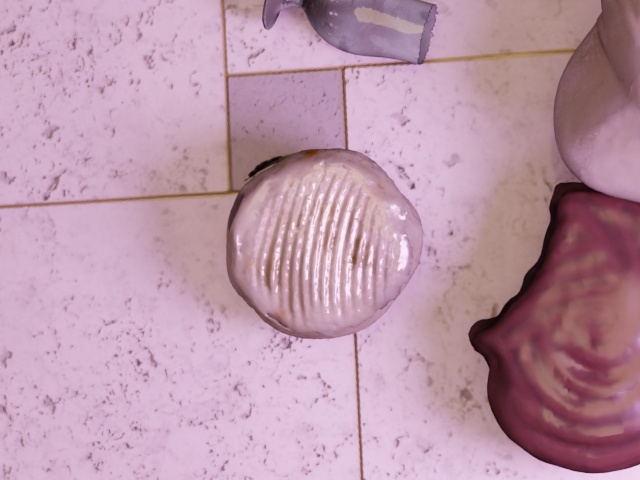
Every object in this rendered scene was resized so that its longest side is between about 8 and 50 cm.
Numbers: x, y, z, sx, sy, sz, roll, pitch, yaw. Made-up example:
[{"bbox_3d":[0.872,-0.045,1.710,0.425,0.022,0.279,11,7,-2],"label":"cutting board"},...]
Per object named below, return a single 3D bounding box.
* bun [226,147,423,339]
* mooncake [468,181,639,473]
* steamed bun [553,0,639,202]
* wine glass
[{"bbox_3d":[0.000,0.000,1.794,0.239,0.141,0.239,0,93,7],"label":"bun"},{"bbox_3d":[0.330,0.090,1.726,0.326,0.174,0.333,-25,85,9],"label":"mooncake"},{"bbox_3d":[0.470,-0.186,1.635,0.368,0.255,0.342,23,61,0],"label":"steamed bun"},{"bbox_3d":[0.038,-0.275,1.827,0.202,0.093,0.092,17,90,9],"label":"wine glass"}]
